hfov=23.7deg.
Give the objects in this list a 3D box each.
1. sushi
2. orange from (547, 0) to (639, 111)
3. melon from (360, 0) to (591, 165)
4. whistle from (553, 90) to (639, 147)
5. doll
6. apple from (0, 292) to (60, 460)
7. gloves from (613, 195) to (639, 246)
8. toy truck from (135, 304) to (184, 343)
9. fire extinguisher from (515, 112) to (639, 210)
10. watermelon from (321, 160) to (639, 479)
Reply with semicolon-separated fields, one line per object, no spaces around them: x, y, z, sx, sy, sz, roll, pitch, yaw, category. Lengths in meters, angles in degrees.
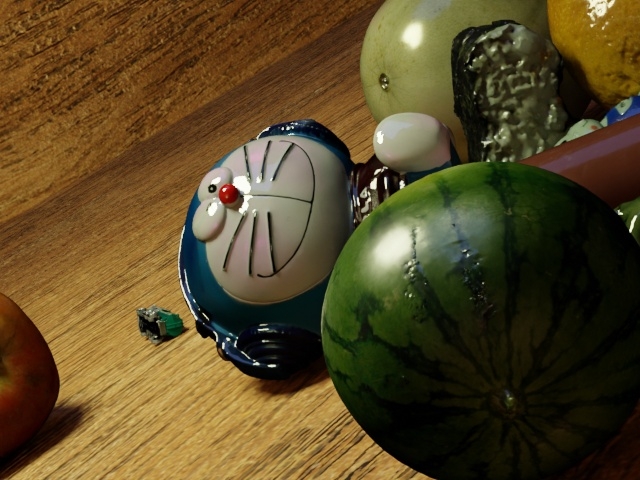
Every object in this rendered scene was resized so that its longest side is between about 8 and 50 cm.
0.228;-0.150;1.748;0.147;0.212;0.115;-19;9;-6;sushi
0.386;-0.255;1.759;0.264;0.264;0.264;-24;13;6;orange
0.210;-0.225;1.942;0.330;0.268;0.268;-16;6;-34;melon
0.340;-0.109;1.635;0.244;0.092;0.110;-25;9;9;whistle
0.000;0.000;1.568;0.310;0.284;0.240;-7;-27;15;doll
-0.423;0.162;1.751;0.230;0.230;0.230;-24;13;6;apple
0.317;-0.007;1.286;0.268;0.107;0.135;-27;-18;3;gloves
-0.205;0.105;1.945;0.044;0.039;0.083;-13;10;-21;toy truck
0.319;-0.082;1.527;0.337;0.106;0.147;-21;26;16;fire extinguisher
0.121;0.060;1.091;0.242;0.242;0.242;-24;13;6;watermelon
